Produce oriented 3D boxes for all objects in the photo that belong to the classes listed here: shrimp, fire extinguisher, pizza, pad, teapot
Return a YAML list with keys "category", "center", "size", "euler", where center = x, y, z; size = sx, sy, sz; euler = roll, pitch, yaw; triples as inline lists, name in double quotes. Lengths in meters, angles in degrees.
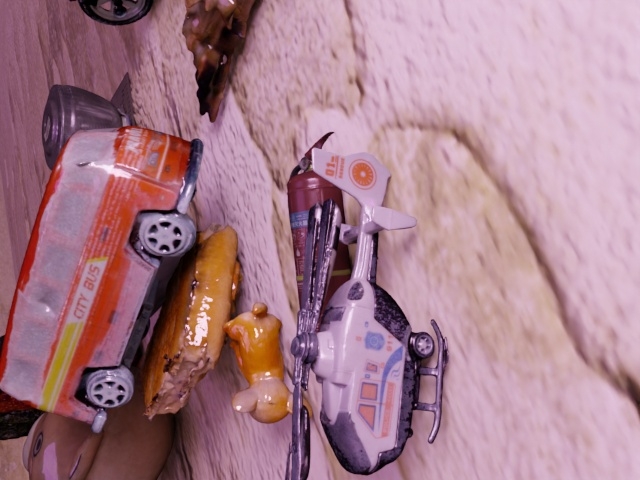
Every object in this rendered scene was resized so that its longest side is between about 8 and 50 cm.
- category: "shrimp"
  center: [-0.068, -0.187, 0.497]
  size: [0.117, 0.066, 0.262]
  euler: [56, 142, 40]
- category: "fire extinguisher"
  center: [0.000, 0.000, 0.434]
  size: [0.056, 0.039, 0.132]
  euler: [-10, 85, 52]
- category: "pizza"
  center: [-0.118, 0.092, 0.611]
  size: [0.147, 0.069, 0.226]
  euler: [-97, 27, -46]
- category: "pad"
  center: [-0.310, -0.127, 0.992]
  size: [0.265, 0.009, 0.159]
  euler: [-20, 76, 59]
- category: "teapot"
  center: [-0.302, -0.125, 0.871]
  size: [0.111, 0.108, 0.149]
  euler: [-18, 74, 56]

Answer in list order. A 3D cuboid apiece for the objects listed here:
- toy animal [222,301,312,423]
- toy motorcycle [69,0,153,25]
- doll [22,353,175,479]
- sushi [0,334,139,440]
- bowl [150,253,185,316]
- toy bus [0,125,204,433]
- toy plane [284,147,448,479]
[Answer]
- category: "toy animal"
  center: [-0.041, 0.098, 0.504]
  size: [0.083, 0.061, 0.081]
  euler: [-111, 31, -41]
- category: "toy motorcycle"
  center: [-0.212, -0.312, 0.625]
  size: [0.315, 0.169, 0.113]
  euler: [-43, 56, 55]
- category: "doll"
  center: [-0.282, 0.301, 0.805]
  size: [0.235, 0.174, 0.329]
  euler: [-66, 1, -69]
- category: "sushi"
  center: [-0.367, 0.186, 0.920]
  size: [0.136, 0.225, 0.126]
  euler: [59, 140, 29]
- category: "bowl"
  center: [-0.199, 0.013, 0.740]
  size: [0.189, 0.086, 0.188]
  euler: [17, 110, 61]
- category: "toy bus"
  center: [-0.185, 0.024, 0.563]
  size: [0.121, 0.120, 0.265]
  euler: [-103, 35, -62]
- category: "toy plane"
  center: [0.023, 0.045, 0.363]
  size: [0.053, 0.078, 0.196]
  euler: [-20, 62, 62]
